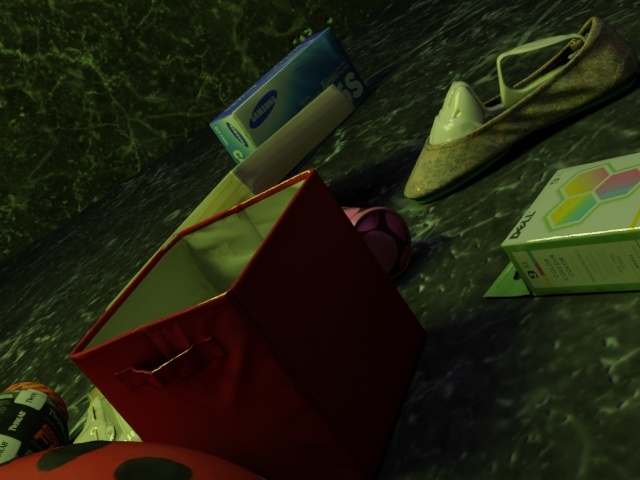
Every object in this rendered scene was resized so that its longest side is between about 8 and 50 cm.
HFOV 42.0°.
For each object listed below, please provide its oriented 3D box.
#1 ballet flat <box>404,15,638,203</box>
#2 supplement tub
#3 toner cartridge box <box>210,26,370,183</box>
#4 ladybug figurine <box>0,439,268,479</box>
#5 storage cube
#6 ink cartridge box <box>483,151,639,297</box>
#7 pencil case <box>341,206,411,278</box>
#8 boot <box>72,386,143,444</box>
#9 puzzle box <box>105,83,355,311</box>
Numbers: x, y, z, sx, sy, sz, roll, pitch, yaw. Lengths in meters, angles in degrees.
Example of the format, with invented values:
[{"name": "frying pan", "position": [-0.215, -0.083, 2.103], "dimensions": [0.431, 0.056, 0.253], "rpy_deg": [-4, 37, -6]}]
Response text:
[{"name": "ballet flat", "position": [0.219, -0.165, 1.008], "dimensions": [0.316, 0.106, 0.107], "rpy_deg": [-31, 19, 12]}, {"name": "supplement tub", "position": [-0.364, 0.253, 0.967], "dimensions": [0.117, 0.117, 0.190], "rpy_deg": [-31, 19, 13]}, {"name": "toner cartridge box", "position": [-0.049, -0.258, 1.617], "dimensions": [0.075, 0.165, 0.348], "rpy_deg": [-15, 27, 46]}, {"name": "ladybug figurine", "position": [-0.188, 0.254, 0.560], "dimensions": [0.450, 0.161, 0.305], "rpy_deg": [-20, 25, 31]}, {"name": "storage cube", "position": [-0.052, 0.089, 0.709], "dimensions": [0.184, 0.193, 0.215], "rpy_deg": [-23, 22, 32]}, {"name": "ink cartridge box", "position": [0.224, -0.013, 0.688], "dimensions": [0.209, 0.062, 0.109], "rpy_deg": [-10, 32, 53]}, {"name": "pencil case", "position": [0.000, 0.000, 0.954], "dimensions": [0.098, 0.095, 0.209], "rpy_deg": [6, -2, -42]}, {"name": "boot", "position": [-0.257, 0.237, 0.886], "dimensions": [0.165, 0.077, 0.213], "rpy_deg": [-42, 22, -15]}, {"name": "puzzle box", "position": [-0.137, -0.041, 1.214], "dimensions": [0.409, 0.052, 0.272], "rpy_deg": [-40, 7, 45]}]
